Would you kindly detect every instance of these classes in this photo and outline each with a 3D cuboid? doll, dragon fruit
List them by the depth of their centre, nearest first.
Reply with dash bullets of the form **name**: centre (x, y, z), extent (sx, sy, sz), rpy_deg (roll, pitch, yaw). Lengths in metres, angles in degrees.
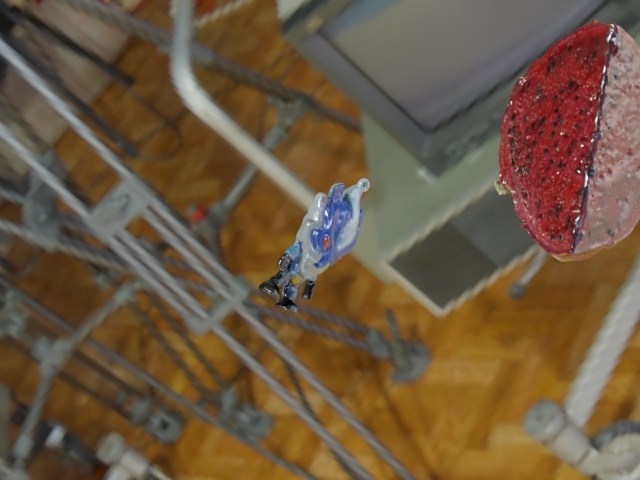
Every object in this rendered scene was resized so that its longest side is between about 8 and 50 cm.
- **doll**: centre (0.000, 0.000, 1.885), extent (0.070, 0.096, 0.195), rpy_deg (23, 70, 40)
- **dragon fruit**: centre (0.353, -0.125, 2.092), extent (0.205, 0.152, 0.317), rpy_deg (10, 89, 56)
